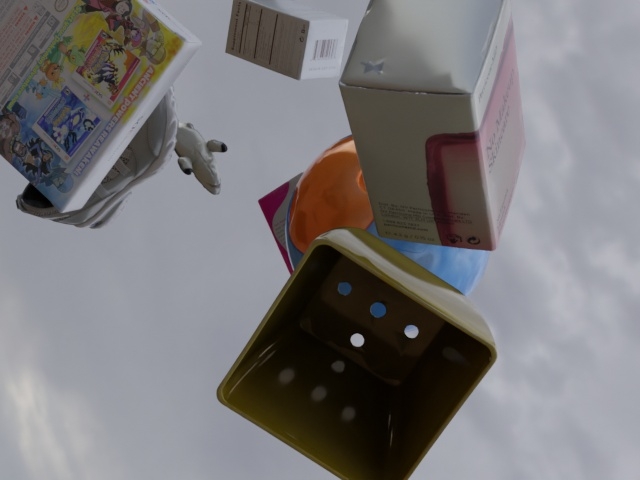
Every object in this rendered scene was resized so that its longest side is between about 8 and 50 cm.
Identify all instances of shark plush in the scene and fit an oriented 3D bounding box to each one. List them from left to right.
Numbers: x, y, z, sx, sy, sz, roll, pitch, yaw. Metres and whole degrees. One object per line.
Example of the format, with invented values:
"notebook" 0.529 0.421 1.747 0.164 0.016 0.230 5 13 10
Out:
"shark plush" -0.203 -0.134 2.042 0.161 0.073 0.067 37 -19 22

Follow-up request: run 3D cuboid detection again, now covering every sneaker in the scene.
"sneaker" -0.243 -0.099 1.511 0.281 0.115 0.105 -53 -128 42

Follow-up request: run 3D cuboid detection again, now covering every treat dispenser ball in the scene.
"treat dispenser ball" 0.095 -0.014 1.926 0.288 0.288 0.288 52 -29 45

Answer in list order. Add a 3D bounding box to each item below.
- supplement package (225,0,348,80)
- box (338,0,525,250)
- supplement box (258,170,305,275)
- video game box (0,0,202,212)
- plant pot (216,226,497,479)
"supplement package" -0.059 -0.347 2.362 0.179 0.105 0.105 25 -65 36
"box" 0.114 -0.119 1.326 0.232 0.126 0.149 73 31 -52
"supplement box" 0.000 0.000 2.418 0.111 0.114 0.220 -30 -102 29
"video game box" -0.238 -0.162 1.279 0.187 0.048 0.205 43 -72 12
"plant pot" 0.049 0.104 1.458 0.212 0.212 0.187 -57 -178 21
